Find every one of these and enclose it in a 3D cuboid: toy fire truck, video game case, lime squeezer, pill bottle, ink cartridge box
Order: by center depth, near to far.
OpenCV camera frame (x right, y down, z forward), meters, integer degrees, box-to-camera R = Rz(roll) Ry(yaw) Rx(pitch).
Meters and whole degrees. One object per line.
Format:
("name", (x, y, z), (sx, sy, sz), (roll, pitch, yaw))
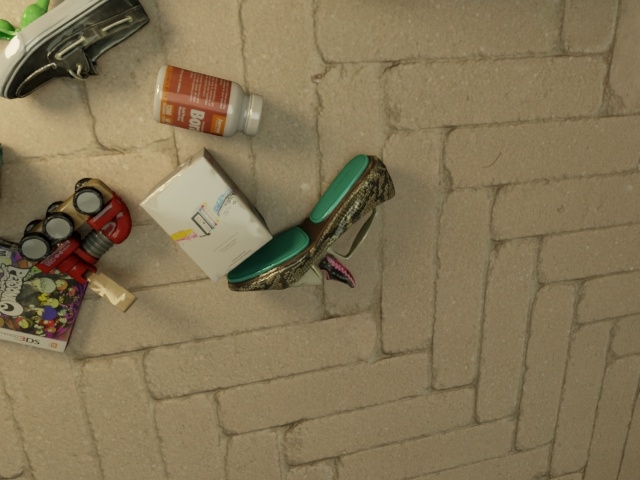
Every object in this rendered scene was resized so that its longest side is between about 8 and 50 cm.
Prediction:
("lime squeezer", (-0.605, -0.437, 0.861), (0.310, 0.059, 0.110), (-29, 113, -2))
("pill bottle", (-0.239, -0.292, 0.962), (0.216, 0.121, 0.121), (9, 106, -16))
("toy fire truck", (-0.491, 0.020, 0.988), (0.217, 0.158, 0.246), (-43, 123, -7))
("ink cartridge box", (-0.252, -0.063, 1.009), (0.168, 0.171, 0.233), (-38, 112, 1))
("video game case", (-0.674, 0.134, 1.042), (0.210, 0.042, 0.232), (20, 102, -20))

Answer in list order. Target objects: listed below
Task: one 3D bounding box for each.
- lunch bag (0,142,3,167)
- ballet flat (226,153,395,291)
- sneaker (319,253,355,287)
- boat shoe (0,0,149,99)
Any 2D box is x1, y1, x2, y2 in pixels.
("lunch bag", (-0.755, -0.123, 0.832), (0.223, 0.262, 0.160), (4, 138, -16))
("ballet flat", (0.000, 0.000, 1.104), (0.483, 0.164, 0.182), (-42, 118, -1))
("sneaker", (0.044, 0.092, 1.204), (0.057, 0.047, 0.119), (-43, 105, 10))
("boat shoe", (-0.485, -0.375, 0.874), (0.335, 0.121, 0.119), (-41, 108, 0))
